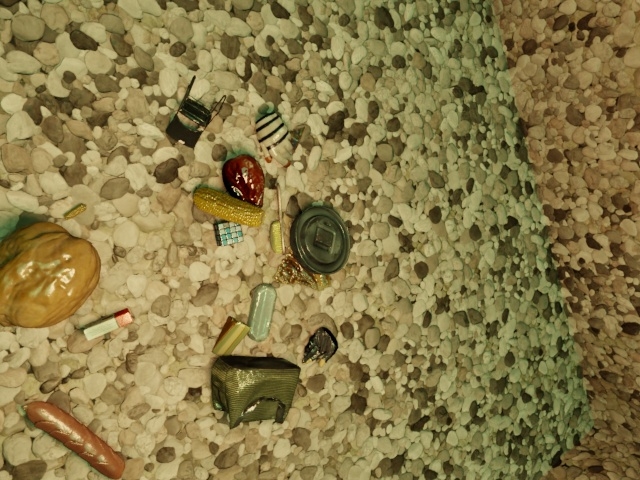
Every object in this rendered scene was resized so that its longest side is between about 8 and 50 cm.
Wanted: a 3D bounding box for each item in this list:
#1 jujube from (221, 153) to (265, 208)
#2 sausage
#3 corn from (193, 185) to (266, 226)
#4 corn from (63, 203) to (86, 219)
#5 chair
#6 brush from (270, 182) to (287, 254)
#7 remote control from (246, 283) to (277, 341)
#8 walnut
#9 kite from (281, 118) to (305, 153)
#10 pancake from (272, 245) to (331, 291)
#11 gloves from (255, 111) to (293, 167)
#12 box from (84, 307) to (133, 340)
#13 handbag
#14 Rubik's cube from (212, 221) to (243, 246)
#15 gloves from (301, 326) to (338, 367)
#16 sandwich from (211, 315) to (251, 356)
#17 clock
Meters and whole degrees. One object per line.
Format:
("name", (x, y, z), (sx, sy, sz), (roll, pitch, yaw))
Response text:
("jujube", (-0.301, -0.225, 1.703), (0.168, 0.168, 0.236), (-22, 105, -25))
("sausage", (-0.847, 0.695, 1.482), (0.088, 0.088, 0.433), (-46, 110, -19))
("corn", (-0.365, -0.127, 1.649), (0.310, 0.101, 0.101), (23, 78, 8))
("corn", (-0.863, -0.103, 1.495), (0.083, 0.027, 0.028), (-38, 127, -21))
("chair", (-0.487, -0.490, 1.642), (0.140, 0.221, 0.145), (29, 35, -23))
("brush", (-0.188, -0.091, 1.815), (0.067, 0.072, 0.313), (-4, 91, -13))
("remote control", (-0.247, 0.305, 1.795), (0.104, 0.052, 0.247), (11, 88, -25))
("walnut", (-0.887, 0.120, 1.343), (0.306, 0.306, 0.344), (34, 75, -23))
("kite", (-0.143, -0.456, 1.861), (0.190, 0.010, 0.159), (-20, 98, -25))
("pancake", (-0.087, 0.140, 1.865), (0.244, 0.057, 0.266), (-29, 100, -25))
("gloves", (-0.182, -0.411, 1.772), (0.140, 0.131, 0.219), (-29, 96, -14))
("box", (-0.755, 0.296, 1.513), (0.152, 0.100, 0.048), (-20, 102, -25))
("handbag", (-0.261, 0.588, 1.680), (0.340, 0.247, 0.240), (9, 87, -32))
("Rubik's cube", (-0.371, -0.030, 1.705), (0.092, 0.092, 0.092), (-15, 97, -26))
("gloves", (-0.015, 0.487, 1.899), (0.180, 0.106, 0.129), (-40, 108, 9))
("sandwich", (-0.360, 0.399, 1.703), (0.079, 0.113, 0.163), (31, 78, -24))
("clock", (0.001, 0.001, 1.865), (0.312, 0.061, 0.312), (11, 72, -37))
